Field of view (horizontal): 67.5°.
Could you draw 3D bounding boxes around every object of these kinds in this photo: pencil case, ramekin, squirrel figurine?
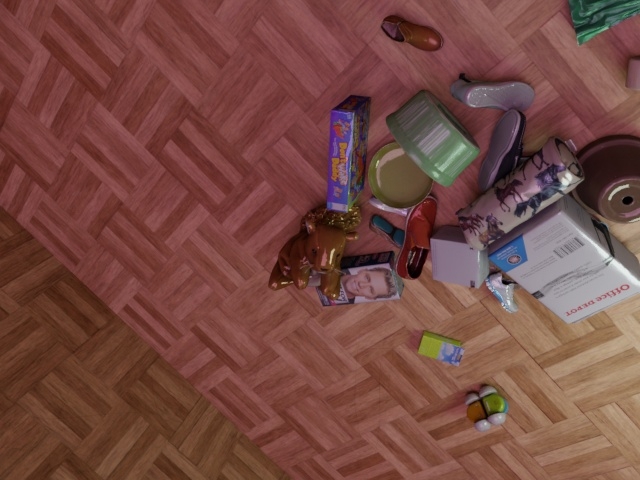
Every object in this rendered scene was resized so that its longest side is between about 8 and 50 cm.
[{"bbox_3d":[0.621,-0.145,1.507,0.159,0.184,0.410,37,129,-10],"label":"pencil case"},{"bbox_3d":[0.363,-0.331,1.518,0.303,0.303,0.148,44,116,-6],"label":"ramekin"},{"bbox_3d":[0.000,0.000,1.763,0.280,0.397,0.370,17,155,-4],"label":"squirrel figurine"}]

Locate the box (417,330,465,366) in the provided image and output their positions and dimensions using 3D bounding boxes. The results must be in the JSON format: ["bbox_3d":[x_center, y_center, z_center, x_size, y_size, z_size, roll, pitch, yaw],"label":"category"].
[{"bbox_3d":[0.513,0.460,2.039,0.178,0.042,0.109,16,122,12],"label":"box"}]

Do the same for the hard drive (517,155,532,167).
[{"bbox_3d":[0.726,-0.235,1.589,0.135,0.022,0.094,1,118,21],"label":"hard drive"}]

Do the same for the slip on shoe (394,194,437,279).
[{"bbox_3d":[0.365,-0.006,1.763,0.122,0.101,0.332,9,105,-25],"label":"slip on shoe"}]

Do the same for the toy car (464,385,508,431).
[{"bbox_3d":[0.725,0.726,2.060,0.136,0.159,0.182,21,131,-33],"label":"toy car"}]

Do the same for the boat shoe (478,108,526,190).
[{"bbox_3d":[0.599,-0.285,1.541,0.091,0.114,0.303,-1,142,-8],"label":"boat shoe"}]

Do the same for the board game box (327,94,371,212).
[{"bbox_3d":[0.099,-0.304,1.667,0.078,0.233,0.347,11,121,16],"label":"board game box"}]

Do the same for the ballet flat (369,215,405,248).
[{"bbox_3d":[0.275,-0.021,1.865,0.206,0.073,0.067,38,151,1],"label":"ballet flat"}]

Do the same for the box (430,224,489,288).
[{"bbox_3d":[0.510,0.056,1.749,0.181,0.119,0.181,10,121,35],"label":"box"}]

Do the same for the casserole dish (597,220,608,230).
[{"bbox_3d":[0.880,-0.027,1.635,0.188,0.037,0.114,9,120,17],"label":"casserole dish"}]

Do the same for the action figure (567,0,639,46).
[{"bbox_3d":[0.814,-0.645,1.305,0.232,0.063,0.137,-13,110,31],"label":"action figure"}]

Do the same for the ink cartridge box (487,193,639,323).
[{"bbox_3d":[0.803,0.058,1.586,0.394,0.166,0.285,38,132,-10],"label":"ink cartridge box"}]

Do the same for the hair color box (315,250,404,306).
[{"bbox_3d":[0.151,0.162,1.980,0.347,0.105,0.174,-10,114,25],"label":"hair color box"}]

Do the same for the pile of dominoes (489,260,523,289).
[{"bbox_3d":[0.719,0.074,1.767,0.195,0.040,0.251,-12,120,26],"label":"pile of dominoes"}]

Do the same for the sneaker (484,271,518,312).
[{"bbox_3d":[0.698,0.193,1.793,0.082,0.071,0.191,-34,109,29],"label":"sneaker"}]

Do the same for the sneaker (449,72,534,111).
[{"bbox_3d":[0.533,-0.467,1.499,0.255,0.151,0.094,-1,120,-18],"label":"sneaker"}]

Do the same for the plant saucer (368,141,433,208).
[{"bbox_3d":[0.291,-0.234,1.721,0.240,0.037,0.241,5,103,23],"label":"plant saucer"}]

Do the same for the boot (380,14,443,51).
[{"bbox_3d":[0.276,-0.626,1.469,0.197,0.152,0.073,25,123,6],"label":"boot"}]

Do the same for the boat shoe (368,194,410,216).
[{"bbox_3d":[0.274,-0.140,1.793,0.184,0.066,0.063,20,112,11],"label":"boat shoe"}]

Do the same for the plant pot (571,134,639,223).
[{"bbox_3d":[0.902,-0.161,1.439,0.262,0.229,0.263,9,121,15],"label":"plant pot"}]

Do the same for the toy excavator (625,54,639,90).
[{"bbox_3d":[1.115,-0.436,1.228,0.432,0.445,0.223,-16,116,-17],"label":"toy excavator"}]
